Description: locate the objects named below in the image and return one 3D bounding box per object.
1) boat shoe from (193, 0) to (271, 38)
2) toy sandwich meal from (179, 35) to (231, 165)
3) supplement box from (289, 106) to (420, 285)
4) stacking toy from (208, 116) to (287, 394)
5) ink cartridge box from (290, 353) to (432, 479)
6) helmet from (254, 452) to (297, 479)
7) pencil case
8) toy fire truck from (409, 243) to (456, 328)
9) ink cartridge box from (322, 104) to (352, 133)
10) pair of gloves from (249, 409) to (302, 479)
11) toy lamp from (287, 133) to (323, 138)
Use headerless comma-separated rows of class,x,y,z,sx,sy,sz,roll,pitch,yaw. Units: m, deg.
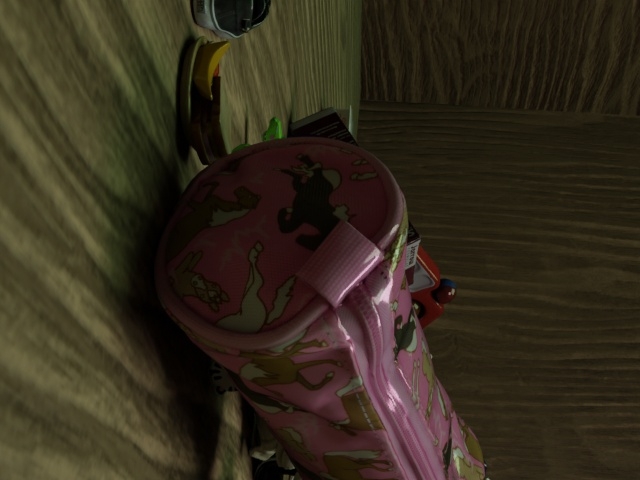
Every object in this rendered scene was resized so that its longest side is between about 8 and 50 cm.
boat shoe,-0.058,-0.171,0.590,0.142,0.040,0.049,-71,165,-73
toy sandwich meal,-0.072,-0.095,0.540,0.085,0.029,0.086,4,90,-86
supplement box,0.043,-0.049,1.097,0.239,0.073,0.130,58,-14,28
stacking toy,-0.060,0.010,0.719,0.167,0.052,0.221,-77,169,-75
ink cartridge box,0.065,0.323,1.560,0.296,0.066,0.261,4,116,-51
helmet,0.003,0.265,1.031,0.161,0.169,0.170,-56,154,-48
pencil case,0.021,0.102,0.586,0.386,0.167,0.160,65,28,-45
toy fire truck,0.128,0.102,1.615,0.302,0.253,0.169,47,37,-37
ink cartridge box,0.033,-0.206,1.649,0.181,0.061,0.104,67,27,-82
pair of gloves,-0.028,0.239,0.851,0.204,0.042,0.240,-43,-132,55
toy lamp,0.000,0.000,1.020,0.080,0.080,0.275,-81,164,-47
